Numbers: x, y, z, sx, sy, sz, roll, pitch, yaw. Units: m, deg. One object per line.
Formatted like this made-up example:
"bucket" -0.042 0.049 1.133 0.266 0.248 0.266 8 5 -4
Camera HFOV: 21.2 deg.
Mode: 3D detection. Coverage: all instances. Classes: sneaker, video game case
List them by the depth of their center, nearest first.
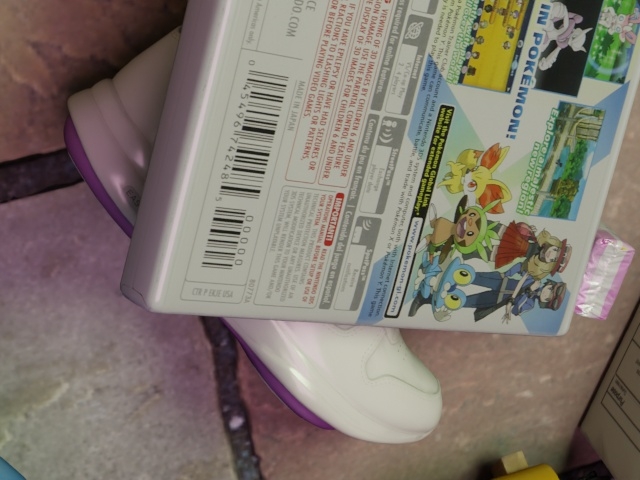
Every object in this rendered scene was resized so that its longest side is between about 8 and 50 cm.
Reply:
"video game case" 0.062 -0.114 0.884 0.300 0.036 0.329 6 103 -40
"sneaker" 0.000 0.000 0.953 0.152 0.114 0.305 -39 123 4

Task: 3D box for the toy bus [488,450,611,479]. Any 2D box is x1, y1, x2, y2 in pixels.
"toy bus" 0.133 0.193 1.112 0.191 0.104 0.202 -28 162 30

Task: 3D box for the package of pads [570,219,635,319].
"package of pads" 0.155 0.009 1.035 0.032 0.083 0.050 16 106 -22

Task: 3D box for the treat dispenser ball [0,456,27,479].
"treat dispenser ball" -0.255 0.226 0.875 0.288 0.288 0.288 -9 119 -16

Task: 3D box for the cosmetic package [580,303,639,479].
"cosmetic package" 0.299 0.042 1.067 0.129 0.153 0.296 14 112 -25
